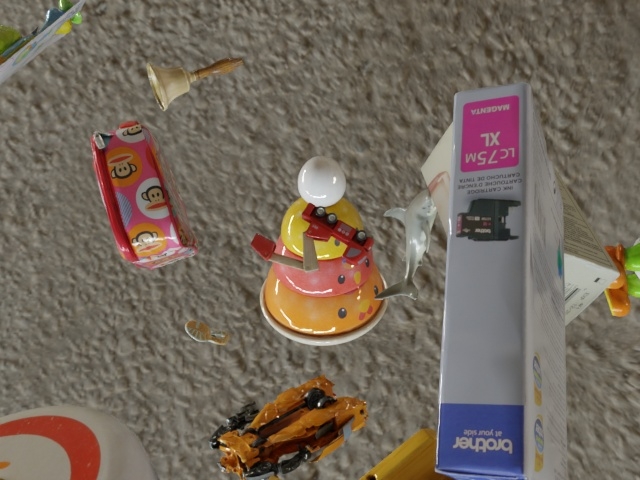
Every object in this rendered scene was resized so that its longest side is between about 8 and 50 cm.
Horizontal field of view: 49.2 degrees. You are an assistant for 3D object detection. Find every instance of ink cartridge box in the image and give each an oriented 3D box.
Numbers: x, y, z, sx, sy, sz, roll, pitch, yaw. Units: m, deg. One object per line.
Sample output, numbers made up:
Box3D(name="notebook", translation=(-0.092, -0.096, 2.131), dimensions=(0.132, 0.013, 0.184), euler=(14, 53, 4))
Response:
Box3D(name="ink cartridge box", translation=(0.136, 0.070, 0.497), dimensions=(0.065, 0.186, 0.311), euler=(-6, 64, 24))

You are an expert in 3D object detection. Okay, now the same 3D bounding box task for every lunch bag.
Box3D(name="lunch bag", translation=(-0.306, -0.087, 1.221), dimensions=(0.120, 0.293, 0.258), euler=(-17, 85, -6))

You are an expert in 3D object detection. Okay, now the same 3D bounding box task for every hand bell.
Box3D(name="hand bell", translation=(-0.317, -0.434, 1.832), dimensions=(0.242, 0.126, 0.126), euler=(-21, 73, -18))

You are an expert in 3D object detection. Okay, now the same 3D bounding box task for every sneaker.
Box3D(name="sneaker", translation=(-0.199, 0.159, 1.198), dimensions=(0.037, 0.083, 0.032), euler=(2, 69, 56))

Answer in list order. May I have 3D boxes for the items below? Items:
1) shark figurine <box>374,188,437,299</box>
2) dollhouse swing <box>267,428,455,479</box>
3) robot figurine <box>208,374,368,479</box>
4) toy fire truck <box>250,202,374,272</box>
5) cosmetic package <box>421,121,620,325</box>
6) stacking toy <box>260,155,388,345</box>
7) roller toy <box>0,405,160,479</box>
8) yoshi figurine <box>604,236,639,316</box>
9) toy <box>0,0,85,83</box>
Box3D(name="shark figurine", translation=(0.184, -0.013, 1.498), dimensions=(0.116, 0.166, 0.278), euler=(16, 121, 8))
Box3D(name="dollhouse swing", translation=(0.147, 0.370, 0.884), dimensions=(0.315, 0.305, 0.347), euler=(-37, 33, -9))
Box3D(name="robot figurine", translation=(-0.062, 0.367, 1.326), dimensions=(0.211, 0.291, 0.085), euler=(21, 129, 51))
Box3D(name="toy fire truck", translation=(-0.015, 0.008, 1.272), dimensions=(0.192, 0.047, 0.135), euler=(31, 82, 4))
Box3D(name="cosmetic package", translation=(0.262, -0.034, 0.974), dimensions=(0.129, 0.153, 0.296), euler=(-56, 28, 35))
Box3D(name="stacking toy", translation=(0.000, 0.000, 1.781), dimensions=(0.351, 0.479, 0.350), euler=(-2, 41, 2))
Box3D(name="roller toy", translation=(-0.186, 0.205, 0.429), dimensions=(0.209, 0.146, 0.191), euler=(-30, 30, -27))
Box3D(name="yoshi figurine", translation=(0.784, 0.071, 1.454), dimensions=(0.362, 0.203, 0.203), euler=(-15, 91, 16))
Box3D(name="toy", translation=(-0.447, -0.279, 1.010), dimensions=(0.056, 0.137, 0.237), euler=(49, 56, -15))
